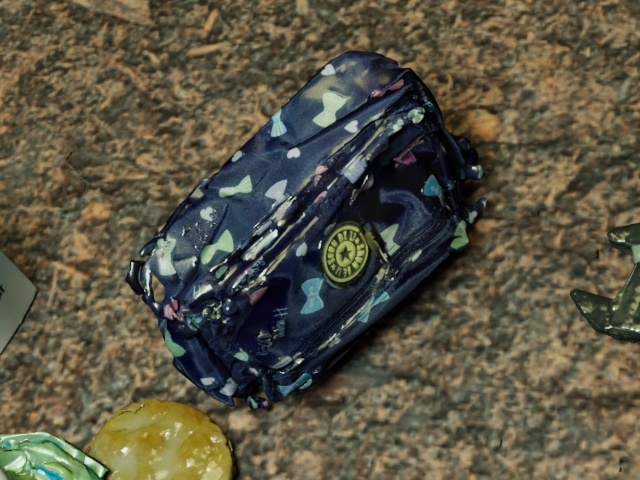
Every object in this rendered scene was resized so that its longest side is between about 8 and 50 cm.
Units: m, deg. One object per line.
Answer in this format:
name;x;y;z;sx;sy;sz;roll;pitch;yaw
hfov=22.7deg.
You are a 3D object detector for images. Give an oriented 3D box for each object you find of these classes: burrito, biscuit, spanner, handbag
burrito;-0.215;0.177;1.097;0.288;0.054;0.104;16;66;34
biscuit;-0.151;0.219;1.089;0.118;0.029;0.247;23;71;25
spanner;0.288;0.104;1.032;0.087;0.024;0.316;-40;61;-5
handbag;0.000;0.000;1.092;0.260;0.162;0.113;-43;47;-9

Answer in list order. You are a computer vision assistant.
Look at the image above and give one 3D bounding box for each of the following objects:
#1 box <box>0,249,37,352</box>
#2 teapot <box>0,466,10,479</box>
box;-0.348;-0.008;1.192;0.243;0.155;0.067;20;71;26
teapot;-0.395;0.230;0.997;0.424;0.252;0.280;-15;72;-8
